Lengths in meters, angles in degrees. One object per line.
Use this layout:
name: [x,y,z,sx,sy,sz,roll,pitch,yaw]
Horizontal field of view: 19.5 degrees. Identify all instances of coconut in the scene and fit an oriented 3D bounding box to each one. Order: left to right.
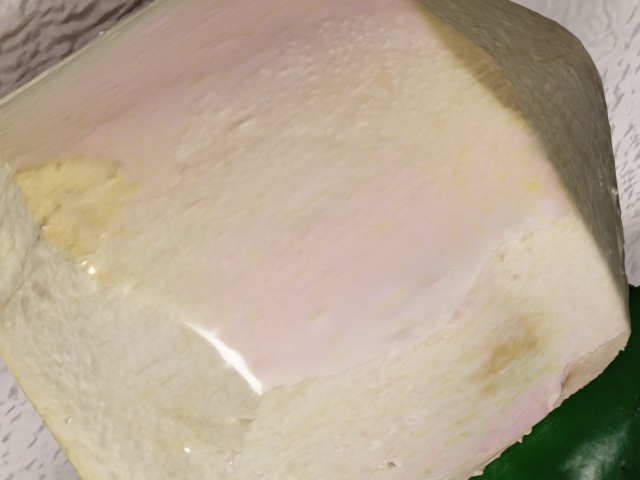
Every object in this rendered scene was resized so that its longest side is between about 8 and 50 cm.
coconut: [0.000,0.000,0.892,0.309,0.297,0.297,-31,139,-7]

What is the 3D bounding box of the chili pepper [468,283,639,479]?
chili pepper: [0.168,0.159,1.219,0.256,0.248,0.233,-45,129,-14]
